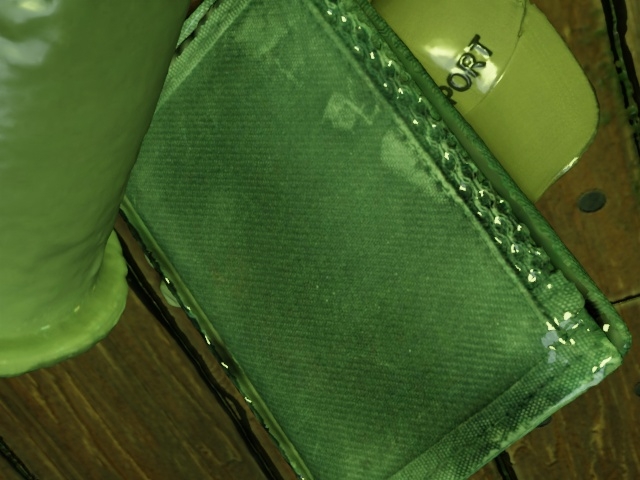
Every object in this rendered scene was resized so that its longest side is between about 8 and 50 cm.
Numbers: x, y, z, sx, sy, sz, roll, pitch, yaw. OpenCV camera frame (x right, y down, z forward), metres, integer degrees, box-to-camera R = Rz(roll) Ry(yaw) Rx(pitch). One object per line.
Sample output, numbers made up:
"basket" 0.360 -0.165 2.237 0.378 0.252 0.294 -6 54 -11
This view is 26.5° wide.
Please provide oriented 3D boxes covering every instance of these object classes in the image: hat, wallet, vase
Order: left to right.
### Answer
"vase" -0.181 -0.103 0.788 0.245 0.245 0.291 15 122 -21
"wallet" 0.010 0.001 0.868 0.237 0.342 0.075 -43 165 27
"hat" 0.094 -0.100 0.865 0.085 0.175 0.147 -1 137 -45

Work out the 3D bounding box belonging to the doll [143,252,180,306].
"doll" 0.005 0.008 0.981 0.275 0.113 0.155 -18 136 9
